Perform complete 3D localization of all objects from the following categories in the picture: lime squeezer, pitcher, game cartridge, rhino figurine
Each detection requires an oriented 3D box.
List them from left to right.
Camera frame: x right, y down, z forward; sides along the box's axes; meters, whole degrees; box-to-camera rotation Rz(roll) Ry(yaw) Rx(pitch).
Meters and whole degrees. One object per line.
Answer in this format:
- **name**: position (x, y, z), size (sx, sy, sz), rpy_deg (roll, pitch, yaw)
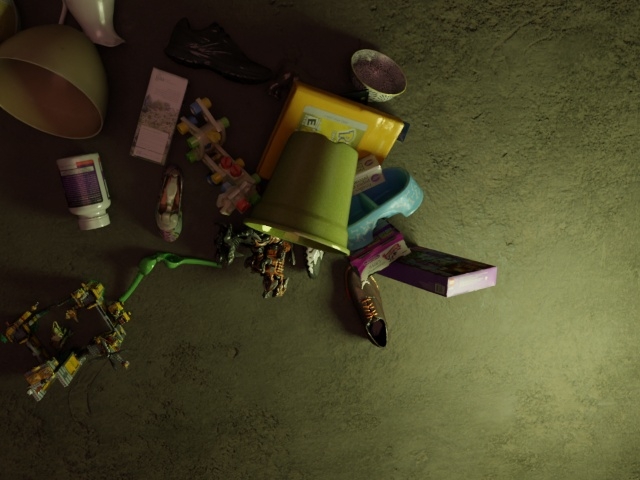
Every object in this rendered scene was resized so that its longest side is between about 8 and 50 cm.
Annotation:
- **pitcher**: position (-0.598, -0.588, 1.409), size (0.177, 0.125, 0.207), rpy_deg (-6, 115, 8)
- **lime squeezer**: position (-0.443, 0.085, 1.605), size (0.310, 0.059, 0.110), rpy_deg (-20, 104, -5)
- **rhino figurine**: position (-0.027, -0.400, 1.556), size (0.243, 0.073, 0.106), rpy_deg (25, 101, -21)
- **game cartridge**: position (0.023, -0.251, 1.525), size (0.323, 0.053, 0.285), rpy_deg (14, 125, -22)

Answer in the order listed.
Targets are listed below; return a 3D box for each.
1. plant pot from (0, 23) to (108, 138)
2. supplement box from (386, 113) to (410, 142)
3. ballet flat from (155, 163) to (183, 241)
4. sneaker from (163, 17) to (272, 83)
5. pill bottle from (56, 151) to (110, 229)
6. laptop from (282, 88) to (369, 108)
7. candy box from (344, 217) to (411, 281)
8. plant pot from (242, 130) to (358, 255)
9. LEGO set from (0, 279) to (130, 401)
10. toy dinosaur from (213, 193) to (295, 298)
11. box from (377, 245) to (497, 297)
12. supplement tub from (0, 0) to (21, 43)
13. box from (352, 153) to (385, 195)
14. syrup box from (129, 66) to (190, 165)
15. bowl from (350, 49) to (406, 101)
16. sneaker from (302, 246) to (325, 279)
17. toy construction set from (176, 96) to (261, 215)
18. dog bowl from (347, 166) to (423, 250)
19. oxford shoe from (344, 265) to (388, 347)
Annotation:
- **plant pot**: position (-0.645, -0.413, 1.379), size (0.283, 0.284, 0.191), rpy_deg (17, 64, -12)
- **supplement box**: position (0.198, -0.321, 1.603), size (0.083, 0.083, 0.056), rpy_deg (20, 98, -13)
- **ballet flat**: position (-0.418, -0.100, 1.556), size (0.076, 0.079, 0.222), rpy_deg (7, 101, -11)
- **sneaker**: position (-0.259, -0.498, 1.485), size (0.286, 0.109, 0.130), rpy_deg (16, 93, -14)
- **pill bottle**: position (-0.625, -0.131, 1.502), size (0.108, 0.108, 0.194), rpy_deg (-11, 103, -7)
- **laptop**: position (0.027, -0.267, 1.560), size (0.234, 0.264, 0.137), rpy_deg (-12, 67, -7)
- **candy box**: position (0.139, 0.013, 1.588), size (0.159, 0.233, 0.071), rpy_deg (-30, 110, 0)
- **plant pot**: position (-0.024, -0.122, 1.400), size (0.275, 0.276, 0.254), rpy_deg (18, 84, -12)
- **LEGO set**: position (-0.698, 0.274, 1.527), size (0.330, 0.192, 0.255), rpy_deg (-19, 105, -1)
- **toy dinosaur**: position (-0.184, 0.003, 1.603), size (0.218, 0.164, 0.322), rpy_deg (-8, 68, -22)
- **box**: position (0.310, 0.080, 1.572), size (0.200, 0.293, 0.057), rpy_deg (-8, 105, -36)
- **supplement tub**: position (-0.838, -0.520, 1.267), size (0.240, 0.331, 0.241), rpy_deg (-2, 103, -9)
- **box**: position (0.016, -0.136, 1.551), size (0.323, 0.067, 0.063), rpy_deg (-23, 132, 7)
- **syrup box**: position (-0.425, -0.328, 1.496), size (0.093, 0.096, 0.237), rpy_deg (17, 99, -12)
- **bowl**: position (0.145, -0.438, 1.557), size (0.170, 0.170, 0.080), rpy_deg (22, 141, -13)
- **sneaker**: position (0.000, 0.000, 1.645), size (0.106, 0.078, 0.235), rpy_deg (-4, 101, -6)
- **toy construction set**: position (-0.248, -0.195, 1.473), size (0.151, 0.215, 0.328), rpy_deg (-23, 65, -17)
- **dog bowl**: position (0.138, -0.095, 1.546), size (0.297, 0.166, 0.074), rpy_deg (-34, 130, -5)
- **oxford shoe**: position (0.150, 0.197, 1.701), size (0.096, 0.098, 0.272), rpy_deg (-24, 105, -3)
